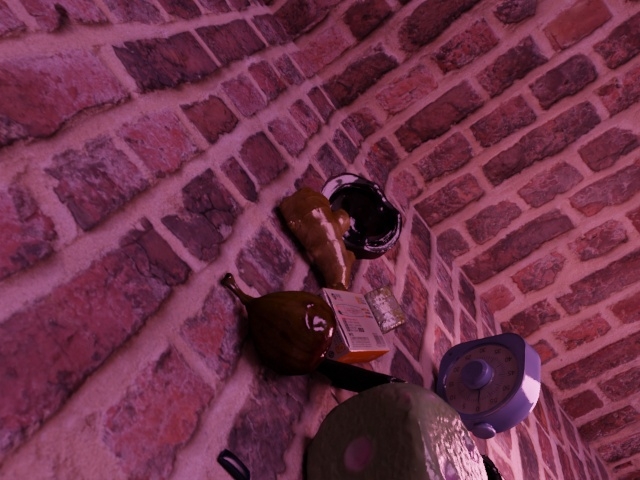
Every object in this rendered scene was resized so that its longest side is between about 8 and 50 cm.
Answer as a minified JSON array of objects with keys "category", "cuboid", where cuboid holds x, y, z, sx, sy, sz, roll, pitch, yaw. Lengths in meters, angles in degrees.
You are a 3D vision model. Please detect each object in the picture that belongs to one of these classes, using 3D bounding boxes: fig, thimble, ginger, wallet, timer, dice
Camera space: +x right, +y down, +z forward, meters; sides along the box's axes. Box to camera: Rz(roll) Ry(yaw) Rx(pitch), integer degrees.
[{"category":"fig","cuboid":[-0.114,0.181,1.515,0.320,0.217,0.217,38,17,18]},{"category":"thimble","cuboid":[0.199,0.243,2.082,0.144,0.137,0.190,64,19,12]},{"category":"ginger","cuboid":[0.011,-0.005,2.053,0.236,0.166,0.376,-33,101,-61]},{"category":"wallet","cuboid":[0.117,0.360,1.586,0.170,0.321,0.044,42,64,-31]},{"category":"timer","cuboid":[0.599,0.528,2.231,0.173,0.395,0.395,45,25,-28]},{"category":"dice","cuboid":[0.180,0.544,1.397,0.330,0.322,0.318,40,27,-32]}]

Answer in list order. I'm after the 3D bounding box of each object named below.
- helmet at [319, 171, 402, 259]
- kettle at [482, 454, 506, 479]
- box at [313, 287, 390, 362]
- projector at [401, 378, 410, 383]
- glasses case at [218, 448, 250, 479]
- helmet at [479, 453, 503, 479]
[{"category":"helmet","cuboid":[0.130,-0.070,2.255,0.338,0.271,0.197,42,-24,9]},{"category":"kettle","cuboid":[0.566,0.836,2.047,0.232,0.144,0.202,66,6,28]},{"category":"box","cuboid":[0.083,0.262,1.883,0.273,0.091,0.221,19,42,-56]},{"category":"projector","cuboid":[0.305,0.568,1.928,0.269,0.088,0.194,49,23,-18]},{"category":"glasses case","cuboid":[-0.166,0.446,1.211,0.083,0.023,0.033,51,24,-13]},{"category":"helmet","cuboid":[0.425,0.774,1.760,0.177,0.224,0.306,74,13,-50]}]
